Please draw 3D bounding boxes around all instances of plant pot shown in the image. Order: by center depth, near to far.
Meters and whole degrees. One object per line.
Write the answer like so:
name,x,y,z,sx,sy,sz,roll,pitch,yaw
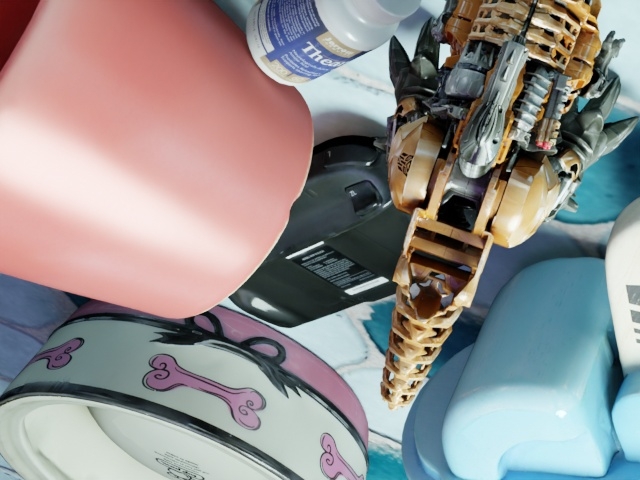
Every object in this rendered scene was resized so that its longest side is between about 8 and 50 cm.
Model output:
plant pot,-0.155,-0.081,1.041,0.243,0.275,0.275,31,150,-32

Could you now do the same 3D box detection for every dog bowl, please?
dog bowl,-0.130,0.205,1.574,0.408,0.150,0.408,16,150,10

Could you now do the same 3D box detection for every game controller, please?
game controller,0.000,0.000,1.260,0.166,0.067,0.319,22,154,-29

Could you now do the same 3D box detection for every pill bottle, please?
pill bottle,0.010,-0.149,0.988,0.067,0.067,0.120,37,147,-24

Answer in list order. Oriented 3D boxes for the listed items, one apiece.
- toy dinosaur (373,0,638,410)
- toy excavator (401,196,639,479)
toy dinosaur,0.090,-0.059,0.916,0.164,0.218,0.322,40,107,-1
toy excavator,0.233,0.092,1.115,0.433,0.222,0.445,1,135,31
